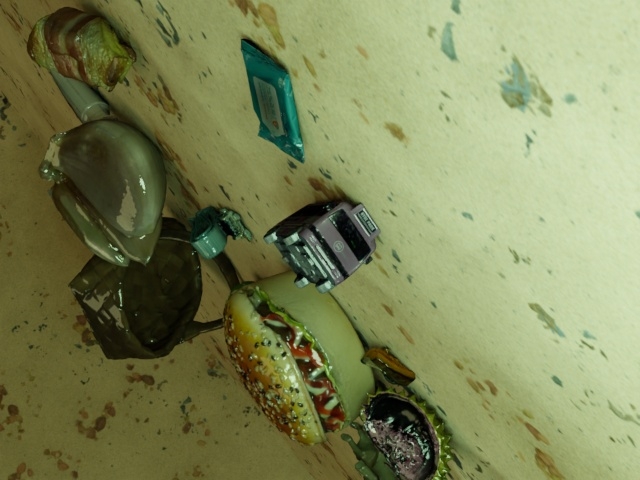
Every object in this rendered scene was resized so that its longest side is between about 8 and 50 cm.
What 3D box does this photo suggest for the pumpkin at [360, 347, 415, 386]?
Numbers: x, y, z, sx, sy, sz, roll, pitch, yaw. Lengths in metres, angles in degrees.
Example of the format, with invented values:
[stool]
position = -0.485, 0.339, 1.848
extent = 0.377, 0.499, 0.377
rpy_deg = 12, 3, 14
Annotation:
[pumpkin]
position = 0.103, 0.184, 1.387
extent = 0.073, 0.035, 0.101
rpy_deg = 38, 166, -7

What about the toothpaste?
[toothpaste]
position = -0.528, -0.327, 2.008
extent = 0.323, 0.066, 0.100
rpy_deg = 47, 169, 33

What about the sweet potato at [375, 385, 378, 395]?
[sweet potato]
position = 0.065, 0.273, 1.647
extent = 0.058, 0.055, 0.202
rpy_deg = 42, 163, -1

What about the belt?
[belt]
position = -0.190, -0.026, 1.709
extent = 0.065, 0.100, 0.179
rpy_deg = 57, 179, -22

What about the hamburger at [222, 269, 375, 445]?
[hamburger]
position = -0.047, 0.189, 1.522
extent = 0.300, 0.176, 0.300
rpy_deg = 52, 162, 25

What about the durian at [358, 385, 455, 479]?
[durian]
position = 0.153, 0.295, 1.422
extent = 0.108, 0.119, 0.187
rpy_deg = 2, -127, -59

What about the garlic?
[garlic]
position = -0.415, -0.108, 1.870
extent = 0.325, 0.132, 0.279
rpy_deg = 39, 131, 9

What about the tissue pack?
[tissue pack]
position = -0.052, -0.159, 1.074
extent = 0.085, 0.028, 0.138
rpy_deg = 37, 154, 35

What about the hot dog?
[hot dog]
position = -0.384, -0.319, 1.550
extent = 0.261, 0.093, 0.123
rpy_deg = 24, 143, 31

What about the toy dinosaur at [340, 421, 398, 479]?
[toy dinosaur]
position = 0.115, 0.443, 1.864
extent = 0.162, 0.077, 0.294
rpy_deg = 52, 180, -15

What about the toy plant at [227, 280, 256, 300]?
[toy plant]
position = -0.127, 0.128, 1.806
extent = 0.093, 0.092, 0.162
rpy_deg = 58, 163, -20

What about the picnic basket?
[picnic basket]
position = -0.317, 0.096, 2.036
extent = 0.337, 0.337, 0.293
rpy_deg = 31, 148, 52

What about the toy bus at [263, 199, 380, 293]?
[toy bus]
position = 0.000, 0.000, 1.153
extent = 0.087, 0.098, 0.178
rpy_deg = 56, 167, -10
